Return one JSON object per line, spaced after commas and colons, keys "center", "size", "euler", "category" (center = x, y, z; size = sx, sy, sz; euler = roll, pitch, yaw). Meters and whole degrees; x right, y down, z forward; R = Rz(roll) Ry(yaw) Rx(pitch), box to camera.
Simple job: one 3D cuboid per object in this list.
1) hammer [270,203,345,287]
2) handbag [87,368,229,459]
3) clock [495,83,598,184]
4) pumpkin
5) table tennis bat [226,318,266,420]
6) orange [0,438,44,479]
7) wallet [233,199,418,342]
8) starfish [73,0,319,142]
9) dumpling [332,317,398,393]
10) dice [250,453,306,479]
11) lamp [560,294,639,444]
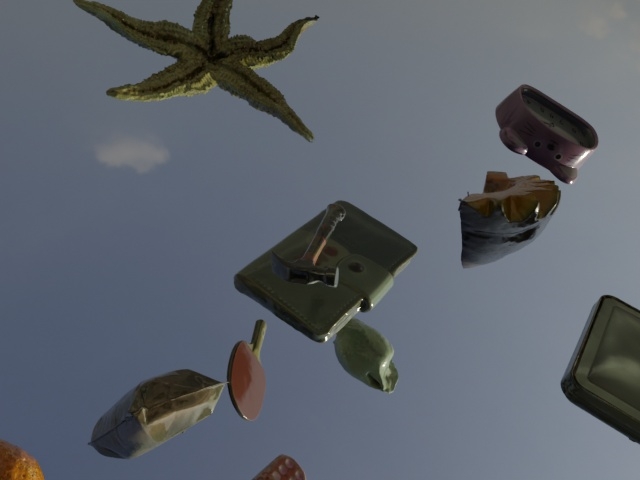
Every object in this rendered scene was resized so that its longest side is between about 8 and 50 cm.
{"center": [0.000, -0.001, 1.108], "size": [0.111, 0.033, 0.287], "euler": [6, -157, 12], "category": "hammer"}
{"center": [-0.280, 0.293, 1.142], "size": [0.182, 0.270, 0.117], "euler": [-8, -110, -38], "category": "handbag"}
{"center": [0.327, -0.153, 0.964], "size": [0.153, 0.050, 0.110], "euler": [29, -136, -9], "category": "clock"}
{"center": [0.281, -0.017, 1.001], "size": [0.130, 0.149, 0.254], "euler": [8, -164, 19], "category": "pumpkin"}
{"center": [-0.142, 0.254, 1.368], "size": [0.022, 0.138, 0.246], "euler": [-15, -148, 18], "category": "table tennis bat"}
{"center": [-0.334, 0.257, 0.657], "size": [0.135, 0.135, 0.117], "euler": [21, -157, 20], "category": "orange"}
{"center": [0.025, 0.052, 1.383], "size": [0.252, 0.083, 0.360], "euler": [31, -134, 23], "category": "wallet"}
{"center": [-0.165, -0.282, 0.966], "size": [0.358, 0.078, 0.347], "euler": [18, -123, -16], "category": "starfish"}
{"center": [0.111, 0.241, 1.522], "size": [0.153, 0.108, 0.219], "euler": [-29, -101, -38], "category": "dumpling"}
{"center": [-0.092, 0.530, 1.458], "size": [0.094, 0.091, 0.093], "euler": [47, -144, 9], "category": "dice"}
{"center": [0.517, 0.216, 1.010], "size": [0.269, 0.047, 0.266], "euler": [32, -140, 16], "category": "lamp"}
